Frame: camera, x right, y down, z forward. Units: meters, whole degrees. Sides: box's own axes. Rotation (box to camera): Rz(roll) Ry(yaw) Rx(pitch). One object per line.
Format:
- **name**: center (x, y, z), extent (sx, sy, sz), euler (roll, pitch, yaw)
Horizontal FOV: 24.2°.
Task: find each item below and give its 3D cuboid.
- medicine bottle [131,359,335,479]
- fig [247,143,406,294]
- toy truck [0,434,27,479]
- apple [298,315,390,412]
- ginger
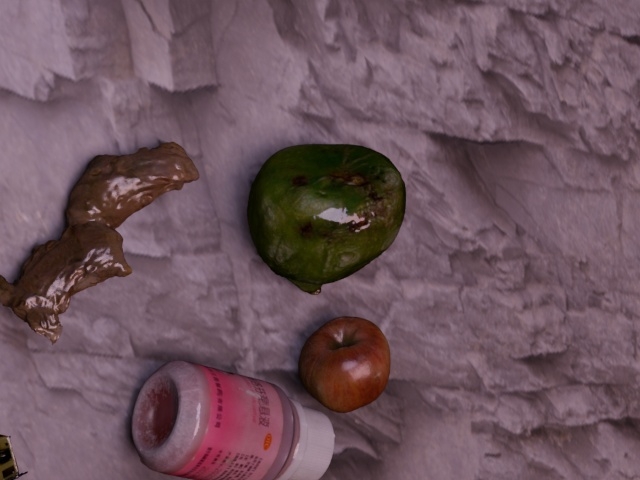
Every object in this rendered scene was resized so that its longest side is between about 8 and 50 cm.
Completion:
- **medicine bottle**: center (-0.106, 0.240, 1.876), extent (0.247, 0.147, 0.147), euler (18, 90, -37)
- **fig**: center (0.000, 0.000, 1.885), extent (0.203, 0.203, 0.235), euler (-18, 132, -32)
- **toy truck**: center (-0.399, 0.288, 1.693), extent (0.127, 0.127, 0.257), euler (-31, 117, -43)
- **apple**: center (0.036, 0.165, 1.974), extent (0.126, 0.126, 0.102), euler (-38, 135, -24)
- **ginger**: center (-0.256, -0.016, 1.741), extent (0.290, 0.122, 0.084), euler (-50, 155, -19)
